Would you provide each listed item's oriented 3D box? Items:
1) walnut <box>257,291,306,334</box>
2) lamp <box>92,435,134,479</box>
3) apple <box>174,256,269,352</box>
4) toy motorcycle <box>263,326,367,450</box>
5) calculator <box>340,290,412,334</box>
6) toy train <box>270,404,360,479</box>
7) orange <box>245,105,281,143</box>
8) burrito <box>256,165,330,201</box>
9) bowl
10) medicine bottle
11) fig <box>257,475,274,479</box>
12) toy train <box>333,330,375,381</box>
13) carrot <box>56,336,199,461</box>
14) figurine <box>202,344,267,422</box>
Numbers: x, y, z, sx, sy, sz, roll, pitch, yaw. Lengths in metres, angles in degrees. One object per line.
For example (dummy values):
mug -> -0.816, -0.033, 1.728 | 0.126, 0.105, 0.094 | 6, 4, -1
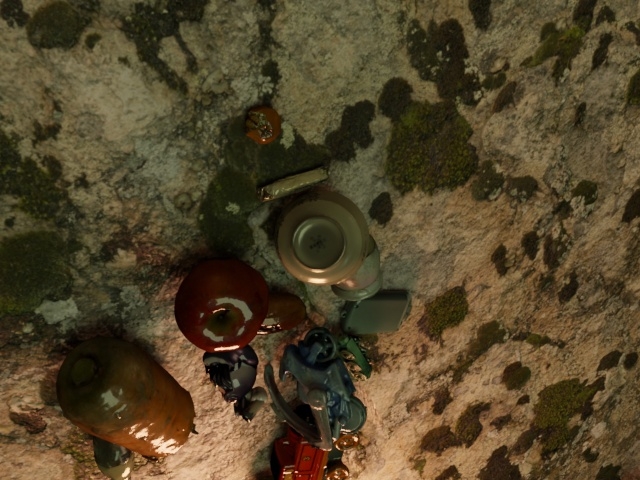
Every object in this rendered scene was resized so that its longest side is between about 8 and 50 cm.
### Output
walnut -> -0.132, 0.190, 1.732 | 0.207, 0.116, 0.115 | -5, 123, -28
lamp -> -0.538, 0.548, 1.749 | 0.101, 0.101, 0.250 | -15, 123, -21
apple -> -0.235, 0.145, 1.581 | 0.230, 0.230, 0.230 | -15, 127, -21
toy motorcycle -> -0.024, 0.413, 1.840 | 0.241, 0.182, 0.319 | -23, 91, -7
calculator -> 0.162, 0.210, 1.957 | 0.246, 0.045, 0.141 | 1, 120, -30
toy train -> -0.025, 0.637, 2.071 | 0.232, 0.163, 0.369 | 0, 121, -20
orange -> -0.122, -0.250, 1.471 | 0.086, 0.062, 0.086 | -17, 130, -22
burrito -> -0.063, -0.134, 1.600 | 0.186, 0.041, 0.045 | -18, 86, -18
bowl -> 0.000, 0.000, 1.589 | 0.238, 0.126, 0.237 | 0, 96, 3
medicine bottle -> 0.084, 0.065, 1.746 | 0.147, 0.147, 0.143 | -25, 132, -13
fig -> -0.153, 0.811, 2.132 | 0.136, 0.120, 0.153 | 3, 150, 12
toy train -> 0.077, 0.337, 1.945 | 0.194, 0.125, 0.080 | 59, 44, -36
carrot -> -0.459, 0.372, 1.599 | 0.224, 0.224, 0.340 | -40, 139, -1
figurine -> -0.217, 0.361, 1.773 | 0.145, 0.145, 0.222 | -31, 114, -8
